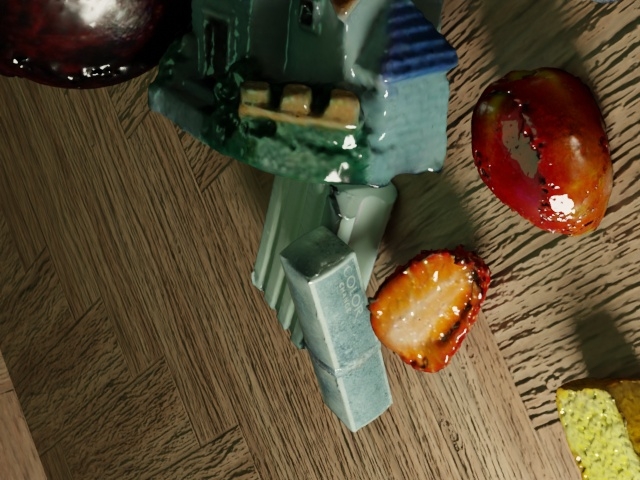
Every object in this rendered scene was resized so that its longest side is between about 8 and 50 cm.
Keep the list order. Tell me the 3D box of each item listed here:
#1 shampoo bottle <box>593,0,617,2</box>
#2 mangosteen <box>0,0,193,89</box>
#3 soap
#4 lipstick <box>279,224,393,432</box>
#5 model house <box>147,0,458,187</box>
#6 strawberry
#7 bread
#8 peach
[{"bbox_3d":[0.293,-0.273,1.000,0.233,0.049,0.087,-28,87,57],"label":"shampoo bottle"},{"bbox_3d":[-0.280,-0.378,1.441,0.381,0.421,0.381,36,161,14],"label":"mangosteen"},{"bbox_3d":[0.000,0.000,1.532,0.150,0.094,0.261,55,144,36],"label":"soap"},{"bbox_3d":[0.022,0.108,1.467,0.076,0.077,0.290,43,158,40],"label":"lipstick"},{"bbox_3d":[-0.002,-0.261,1.292,0.295,0.251,0.329,36,125,44],"label":"model house"},{"bbox_3d":[0.134,0.067,1.377,0.121,0.082,0.188,48,134,3],"label":"strawberry"},{"bbox_3d":[0.298,0.216,1.196,0.103,0.065,0.187,-37,71,54],"label":"bread"},{"bbox_3d":[0.206,-0.082,1.177,0.127,0.092,0.172,-28,78,54],"label":"peach"}]
